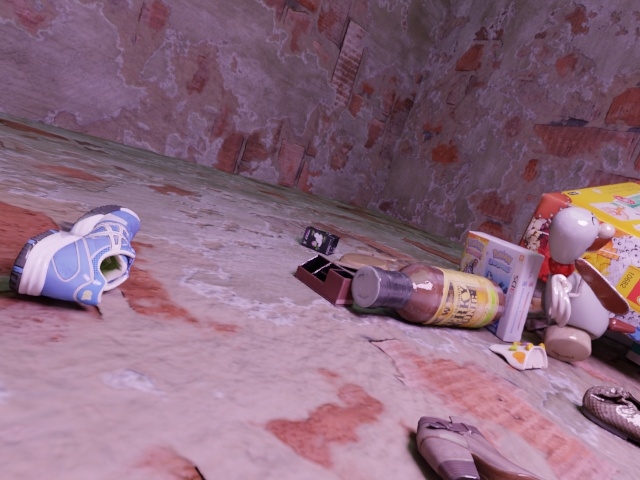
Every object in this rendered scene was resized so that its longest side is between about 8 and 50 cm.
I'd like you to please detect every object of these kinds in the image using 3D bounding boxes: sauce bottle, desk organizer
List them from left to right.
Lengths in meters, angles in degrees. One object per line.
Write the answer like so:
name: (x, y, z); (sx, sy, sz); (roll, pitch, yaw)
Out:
desk organizer: (0.011, 0.068, 0.734); (0.047, 0.050, 0.130); (10, 13, -42)
sauce bottle: (0.207, 0.104, 0.749); (0.344, 0.112, 0.111); (10, 13, -34)

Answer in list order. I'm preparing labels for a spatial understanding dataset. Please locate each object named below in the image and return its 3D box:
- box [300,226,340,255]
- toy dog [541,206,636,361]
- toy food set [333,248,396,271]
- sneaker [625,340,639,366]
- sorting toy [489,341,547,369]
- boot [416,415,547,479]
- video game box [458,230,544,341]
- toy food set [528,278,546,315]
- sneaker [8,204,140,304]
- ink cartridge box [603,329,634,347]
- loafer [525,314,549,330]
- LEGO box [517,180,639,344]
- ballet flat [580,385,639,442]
box: (0.000, 0.000, 1.081); (0.083, 0.052, 0.062); (23, 10, 16)
toy dog: (0.508, 0.095, 0.748); (0.160, 0.220, 0.334); (1, -28, 26)
toy food set: (0.111, 0.066, 0.999); (0.132, 0.039, 0.192); (15, 13, 22)
sneaker: (0.926, 0.262, 0.992); (0.295, 0.179, 0.124); (18, 10, -8)
sorting toy: (0.346, 0.198, 0.711); (0.083, 0.045, 0.075); (11, -7, -37)
boot: (0.143, 0.190, 0.350); (0.118, 0.042, 0.087); (19, 8, -2)
video game box: (0.378, 0.092, 0.885); (0.048, 0.187, 0.205); (8, 12, -15)
toy food set: (0.549, 0.140, 1.098); (0.219, 0.093, 0.306); (13, 0, -31)
sneaker: (-0.259, 0.018, 0.474); (0.081, 0.080, 0.211); (23, 19, -10)
ink cartridge box: (1.053, 0.156, 1.177); (0.166, 0.395, 0.285); (9, 14, -44)
loafer: (0.545, 0.211, 1.009); (0.125, 0.039, 0.045); (15, -22, -36)
LEGO box: (0.793, 0.029, 0.964); (0.499, 0.193, 0.372); (-9, 36, -30)
ballet flat: (0.479, 0.263, 0.515); (0.249, 0.058, 0.084); (26, 13, 34)
